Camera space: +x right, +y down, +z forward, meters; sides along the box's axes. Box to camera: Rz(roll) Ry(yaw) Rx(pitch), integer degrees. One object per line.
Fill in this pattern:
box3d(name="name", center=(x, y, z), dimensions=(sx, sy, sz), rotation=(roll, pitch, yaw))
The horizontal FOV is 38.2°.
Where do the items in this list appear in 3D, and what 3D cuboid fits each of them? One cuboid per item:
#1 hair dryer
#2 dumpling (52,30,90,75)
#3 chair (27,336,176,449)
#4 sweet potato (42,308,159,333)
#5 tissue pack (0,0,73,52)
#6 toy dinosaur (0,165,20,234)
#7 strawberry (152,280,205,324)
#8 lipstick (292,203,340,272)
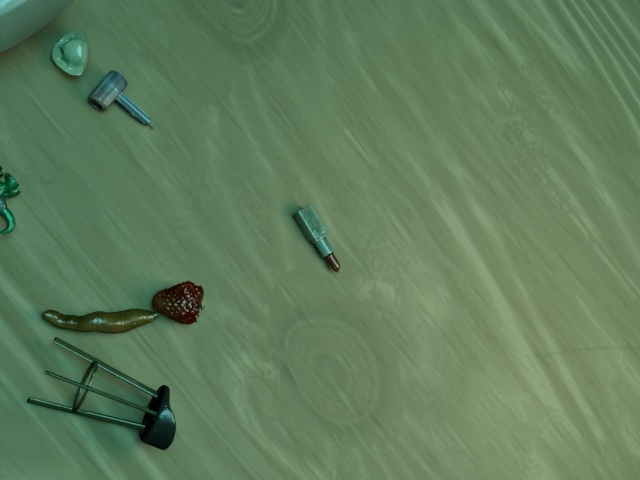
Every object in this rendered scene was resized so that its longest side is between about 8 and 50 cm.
box3d(name="hair dryer", center=(-0.322, -0.220, 1.529), dimensions=(0.114, 0.037, 0.063), rotation=(41, 65, -19))
box3d(name="dumpling", center=(-0.406, -0.305, 1.504), dimensions=(0.059, 0.043, 0.077), rotation=(0, 93, -9))
box3d(name="chair", center=(-0.314, 0.230, 1.388), dimensions=(0.222, 0.104, 0.095), rotation=(28, 50, -14))
box3d(name="sweet potato", center=(-0.337, 0.125, 1.428), dimensions=(0.179, 0.044, 0.044), rotation=(-1, 78, -24))
box3d(name="tissue pack", center=(-0.530, -0.448, 1.379), dimensions=(0.229, 0.236, 0.333), rotation=(-42, 97, -18))
box3d(name="toy dinosaur", center=(-0.505, -0.065, 1.392), dimensions=(0.096, 0.059, 0.132), rotation=(-41, 88, -19))
box3d(name="strawberry", center=(-0.226, 0.098, 1.476), dimensions=(0.083, 0.073, 0.073), rotation=(14, 71, -6))
box3d(name="lipstick", center=(-0.001, 0.001, 1.626), dimensions=(0.030, 0.030, 0.129), rotation=(-32, 93, -28))
